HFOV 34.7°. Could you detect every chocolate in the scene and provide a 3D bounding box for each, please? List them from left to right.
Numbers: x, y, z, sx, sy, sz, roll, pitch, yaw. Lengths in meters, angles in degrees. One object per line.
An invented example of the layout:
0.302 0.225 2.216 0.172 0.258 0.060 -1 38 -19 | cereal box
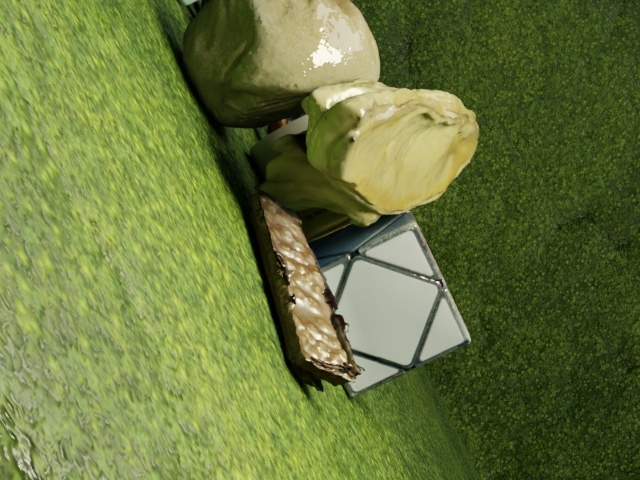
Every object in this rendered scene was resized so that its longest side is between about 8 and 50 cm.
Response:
-0.034 0.058 1.276 0.102 0.065 0.329 36 20 -35 | chocolate

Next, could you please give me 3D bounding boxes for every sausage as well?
-0.080 -0.206 2.227 0.039 0.041 0.131 66 1 -58 | sausage

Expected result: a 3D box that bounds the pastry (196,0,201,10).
-0.199 -0.470 2.068 0.156 0.092 0.156 62 -4 8 | pastry

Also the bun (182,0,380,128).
-0.063 -0.282 1.468 0.281 0.282 0.204 -18 89 -85 | bun

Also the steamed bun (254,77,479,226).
0.054 -0.120 1.457 0.189 0.247 0.428 28 19 26 | steamed bun

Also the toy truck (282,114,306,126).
0.028 -0.190 1.959 0.207 0.174 0.387 26 54 -71 | toy truck

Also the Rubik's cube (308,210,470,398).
0.087 0.083 1.564 0.205 0.205 0.207 -94 159 -76 | Rubik's cube

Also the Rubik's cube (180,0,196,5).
-0.197 -0.653 1.714 0.318 0.316 0.322 67 7 28 | Rubik's cube

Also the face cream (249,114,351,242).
0.016 -0.113 1.722 0.218 0.218 0.179 5 60 -84 | face cream

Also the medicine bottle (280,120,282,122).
-0.040 -0.219 2.538 0.308 0.076 0.111 63 4 4 | medicine bottle

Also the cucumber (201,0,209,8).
-0.158 -0.373 1.963 0.325 0.105 0.145 55 42 -52 | cucumber
